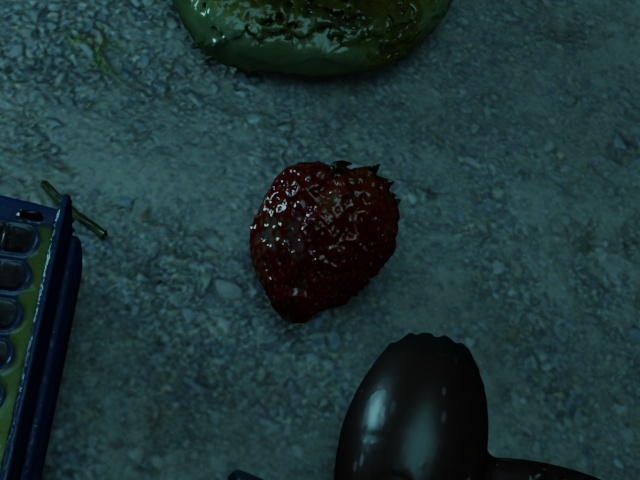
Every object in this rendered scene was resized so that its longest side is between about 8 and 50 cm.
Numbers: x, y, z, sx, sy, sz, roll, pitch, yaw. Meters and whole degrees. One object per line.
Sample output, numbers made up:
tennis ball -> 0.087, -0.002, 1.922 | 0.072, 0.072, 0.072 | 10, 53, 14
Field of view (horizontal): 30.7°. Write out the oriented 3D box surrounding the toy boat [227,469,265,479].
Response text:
toy boat -> -0.046, 0.277, 0.899 | 0.102, 0.088, 0.215 | 14, 46, -31

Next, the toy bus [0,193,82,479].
toy bus -> -0.298, 0.099, 0.939 | 0.175, 0.138, 0.288 | 9, 60, -6

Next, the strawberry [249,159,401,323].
strawberry -> -0.001, -0.006, 1.071 | 0.131, 0.131, 0.148 | 34, 52, 8

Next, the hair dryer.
hair dryer -> 0.167, 0.259, 0.986 | 0.340, 0.123, 0.313 | 16, 69, -15

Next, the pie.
pie -> 0.005, -0.311, 1.273 | 0.296, 0.078, 0.371 | 29, 58, 4

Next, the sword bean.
sword bean -> -0.233, -0.029, 1.098 | 0.083, 0.012, 0.012 | 38, 60, 10
